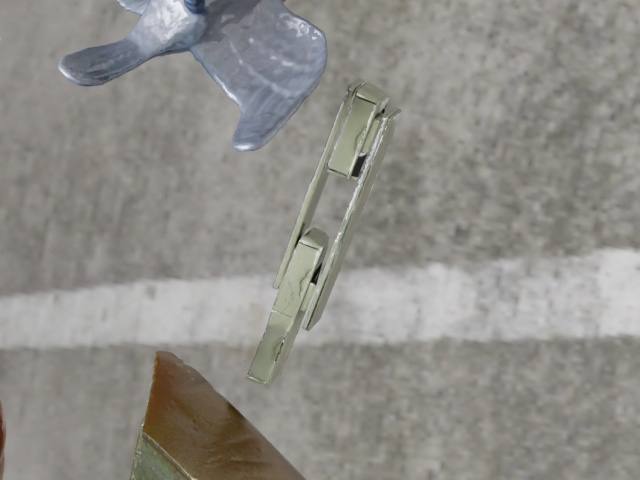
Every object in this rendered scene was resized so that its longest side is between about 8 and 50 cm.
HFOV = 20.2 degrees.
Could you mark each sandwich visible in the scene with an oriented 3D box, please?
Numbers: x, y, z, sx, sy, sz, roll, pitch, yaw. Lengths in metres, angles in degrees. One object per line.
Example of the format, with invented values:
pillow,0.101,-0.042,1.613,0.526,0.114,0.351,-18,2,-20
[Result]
sandwich,-0.074,0.189,1.303,0.258,0.096,0.094,40,126,34

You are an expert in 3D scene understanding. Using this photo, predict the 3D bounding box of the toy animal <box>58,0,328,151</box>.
toy animal,-0.079,-0.167,1.292,0.239,0.255,0.176,42,160,24

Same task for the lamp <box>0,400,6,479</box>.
lamp,-0.318,0.151,1.199,0.196,0.223,0.223,48,121,29

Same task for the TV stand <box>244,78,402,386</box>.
TV stand,0.000,0.000,1.363,0.036,0.042,0.249,-47,-21,-70
